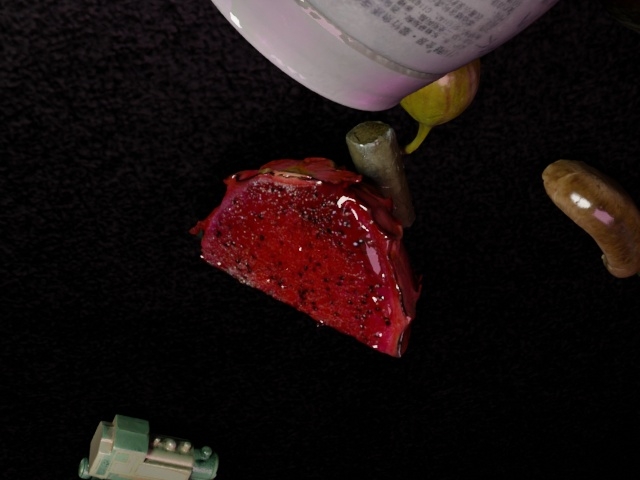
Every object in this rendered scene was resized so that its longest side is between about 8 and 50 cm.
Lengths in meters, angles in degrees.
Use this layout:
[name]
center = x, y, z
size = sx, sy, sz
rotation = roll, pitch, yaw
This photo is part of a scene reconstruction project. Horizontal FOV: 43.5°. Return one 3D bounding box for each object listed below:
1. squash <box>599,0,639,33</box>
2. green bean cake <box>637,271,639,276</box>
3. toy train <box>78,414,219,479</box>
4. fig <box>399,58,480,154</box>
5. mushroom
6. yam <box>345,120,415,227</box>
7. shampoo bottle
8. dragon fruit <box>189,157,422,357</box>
[squash]
center = 0.312, -0.265, 0.680
size = 0.193, 0.156, 0.193
rotation = -19, 154, -10
[green bean cake]
center = 0.543, 0.013, 0.977
size = 0.222, 0.125, 0.248
rotation = 16, 125, -22
[toy train]
center = -0.232, 0.317, 1.122
size = 0.194, 0.081, 0.125
rotation = 17, 121, -22
[fig]
center = 0.115, -0.150, 0.804
size = 0.093, 0.093, 0.166
rotation = -15, 159, 2
[mushroom]
center = 0.340, -0.017, 0.939
size = 0.072, 0.094, 0.210
rotation = -33, 124, 21
[yam]
center = 0.066, -0.069, 0.863
size = 0.054, 0.054, 0.132
rotation = -18, 132, 4
[shampoo bottle]
center = 0.056, -0.252, 0.560
size = 0.273, 0.273, 0.266
rotation = 28, 131, -30
[dragon fruit]
center = 0.000, 0.000, 0.842
size = 0.163, 0.261, 0.189
rotation = -68, 161, 1
